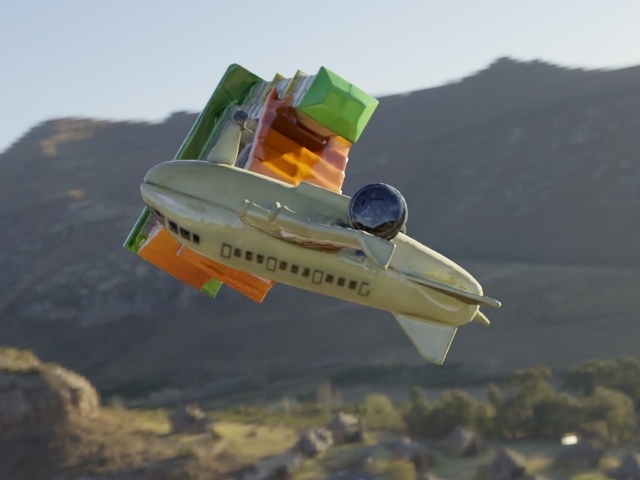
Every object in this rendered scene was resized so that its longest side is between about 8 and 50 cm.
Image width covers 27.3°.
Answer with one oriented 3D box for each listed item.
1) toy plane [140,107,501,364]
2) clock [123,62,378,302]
[{"bbox_3d":[0.000,0.000,0.904,0.256,0.104,0.242,31,-4,7],"label":"toy plane"},{"bbox_3d":[-0.064,-0.054,1.219,0.106,0.220,0.255,31,-5,-17],"label":"clock"}]
